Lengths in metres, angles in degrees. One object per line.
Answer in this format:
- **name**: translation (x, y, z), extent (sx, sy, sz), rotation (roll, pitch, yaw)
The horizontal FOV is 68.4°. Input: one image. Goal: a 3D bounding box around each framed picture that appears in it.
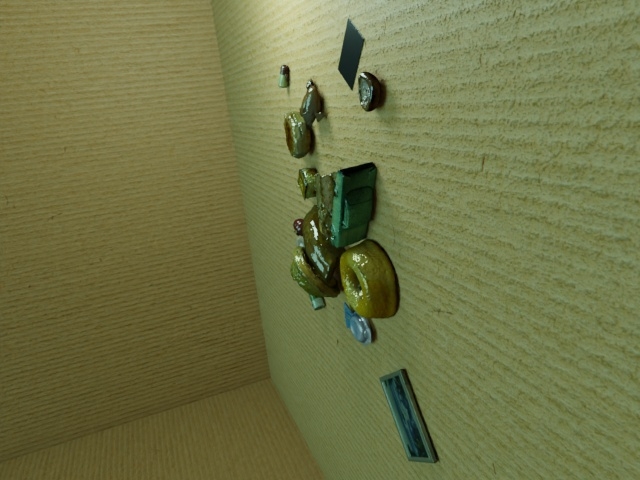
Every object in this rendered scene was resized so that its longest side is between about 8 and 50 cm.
- **framed picture**: translation (0.307, 0.629, 1.686), extent (0.232, 0.024, 0.315), rotation (117, 138, -63)

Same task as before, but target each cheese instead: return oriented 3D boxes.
- **cheese**: translation (0.150, 0.342, 1.911), extent (0.244, 0.052, 0.135), rotation (-149, 52, -66)

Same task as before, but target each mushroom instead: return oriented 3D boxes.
- **mushroom**: translation (0.147, -0.448, 1.417), extent (0.123, 0.052, 0.123), rotation (171, 90, -78)

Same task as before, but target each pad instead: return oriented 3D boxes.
- **pad**: translation (0.097, -0.605, 1.537), extent (0.190, 0.004, 0.127), rotation (103, 149, -53)

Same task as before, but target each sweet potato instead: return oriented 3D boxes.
- **sweet potato**: translation (0.000, 0.000, 1.972), extent (0.158, 0.157, 0.370), rotation (103, 148, -52)

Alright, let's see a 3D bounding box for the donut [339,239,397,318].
- **donut**: translation (0.159, 0.147, 1.676), extent (0.303, 0.110, 0.303), rotation (167, 90, -72)

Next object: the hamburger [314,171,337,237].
- **hamburger**: translation (0.047, -0.133, 1.826), extent (0.131, 0.124, 0.262), rotation (-107, 11, -84)

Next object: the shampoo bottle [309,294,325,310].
- **shampoo bottle**: translation (-0.037, 0.248, 2.368), extent (0.065, 0.065, 0.205), rotation (114, 140, -60)

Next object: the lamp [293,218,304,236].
- **lamp**: translation (-0.087, -0.062, 2.274), extent (0.101, 0.090, 0.101), rotation (46, 176, 4)

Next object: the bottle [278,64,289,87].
- **bottle**: translation (-0.163, -0.745, 2.132), extent (0.063, 0.047, 0.101), rotation (28, 134, 17)

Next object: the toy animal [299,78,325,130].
- **toy animal**: translation (-0.042, -0.534, 1.870), extent (0.188, 0.089, 0.179), rotation (108, 158, -55)

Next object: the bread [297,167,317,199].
- **bread**: translation (-0.056, -0.261, 2.088), extent (0.140, 0.069, 0.128), rotation (100, 152, -55)

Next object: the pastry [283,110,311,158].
- **pastry**: translation (-0.098, -0.458, 2.044), extent (0.182, 0.093, 0.193), rotation (97, 157, -46)

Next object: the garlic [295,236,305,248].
- **garlic**: translation (-0.050, 0.050, 2.227), extent (0.174, 0.099, 0.124), rotation (29, 141, 41)

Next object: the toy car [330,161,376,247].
- **toy car**: translation (0.109, -0.109, 1.607), extent (0.097, 0.141, 0.321), rotation (51, 149, 41)

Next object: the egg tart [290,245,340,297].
- **egg tart**: translation (-0.037, 0.154, 2.032), extent (0.290, 0.115, 0.290), rotation (45, -169, -11)
